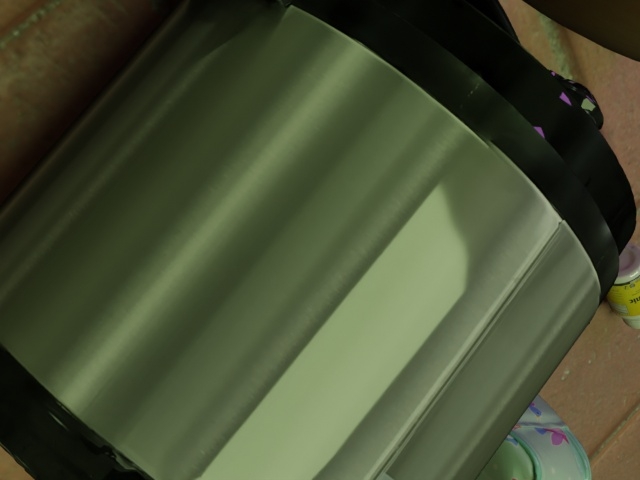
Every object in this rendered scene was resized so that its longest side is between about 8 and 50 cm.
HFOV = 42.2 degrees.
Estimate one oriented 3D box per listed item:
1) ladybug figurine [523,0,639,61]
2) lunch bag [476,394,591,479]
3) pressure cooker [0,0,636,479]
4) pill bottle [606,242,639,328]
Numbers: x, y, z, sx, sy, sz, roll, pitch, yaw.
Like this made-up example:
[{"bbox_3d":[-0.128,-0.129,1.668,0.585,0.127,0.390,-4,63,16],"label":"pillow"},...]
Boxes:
[{"bbox_3d":[0.131,-0.253,0.392,0.161,0.449,0.305,-31,139,0],"label":"ladybug figurine"},{"bbox_3d":[0.113,0.211,0.822,0.107,0.279,0.224,11,115,-36],"label":"lunch bag"},{"bbox_3d":[0.005,0.003,0.587,0.375,0.370,0.420,38,83,3],"label":"pressure cooker"},{"bbox_3d":[0.403,0.062,1.078,0.065,0.065,0.116,-44,128,-10],"label":"pill bottle"}]
